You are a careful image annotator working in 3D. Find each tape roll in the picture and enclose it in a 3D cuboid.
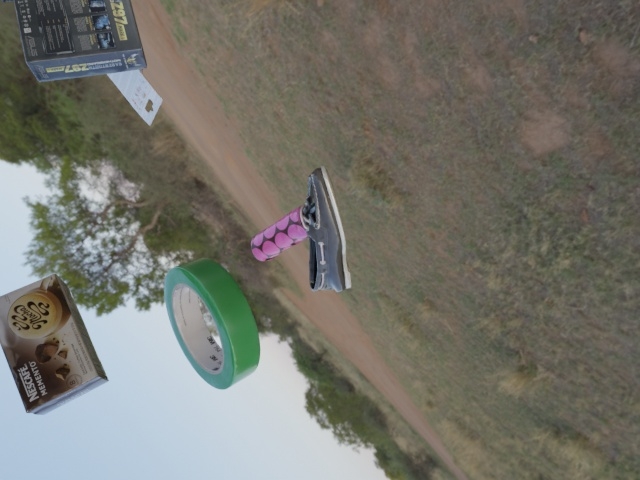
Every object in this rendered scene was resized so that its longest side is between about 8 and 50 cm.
[{"bbox_3d":[-0.275,0.204,1.085,0.321,0.077,0.321,23,123,41],"label":"tape roll"}]

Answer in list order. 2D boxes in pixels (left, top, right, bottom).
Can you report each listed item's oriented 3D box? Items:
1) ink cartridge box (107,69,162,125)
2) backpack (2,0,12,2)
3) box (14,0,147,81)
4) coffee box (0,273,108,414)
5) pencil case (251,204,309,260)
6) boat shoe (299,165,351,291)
[{"bbox_3d":[-0.398,-0.355,0.938,0.179,0.045,0.145,51,150,-13],"label":"ink cartridge box"},{"bbox_3d":[-0.712,-0.575,0.957,0.120,0.101,0.098,-102,11,-63],"label":"backpack"},{"bbox_3d":[-0.427,-0.405,0.772,0.059,0.183,0.233,129,124,-71],"label":"box"},{"bbox_3d":[-0.686,0.261,1.109,0.297,0.168,0.119,59,158,14],"label":"coffee box"},{"bbox_3d":[-0.090,-0.015,1.173,0.209,0.098,0.095,-26,89,37],"label":"pencil case"},{"bbox_3d":[0.000,0.000,0.896,0.335,0.095,0.112,77,179,-47],"label":"boat shoe"}]
